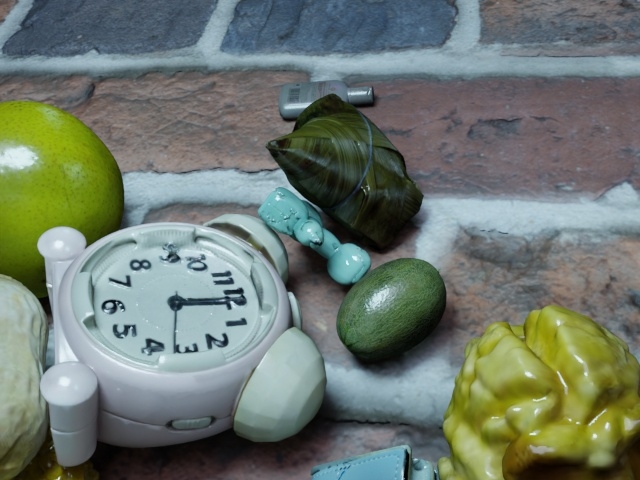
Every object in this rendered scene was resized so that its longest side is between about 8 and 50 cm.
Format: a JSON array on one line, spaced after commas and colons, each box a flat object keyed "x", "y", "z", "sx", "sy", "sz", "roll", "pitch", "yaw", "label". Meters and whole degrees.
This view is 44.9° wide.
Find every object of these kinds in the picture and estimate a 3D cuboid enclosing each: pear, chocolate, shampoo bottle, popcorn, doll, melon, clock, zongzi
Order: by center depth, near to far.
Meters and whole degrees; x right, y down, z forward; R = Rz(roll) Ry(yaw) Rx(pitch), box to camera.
[{"x": 0.235, "y": 0.191, "z": 0.803, "sx": 0.225, "sy": 0.265, "sz": 0.332, "roll": -4, "pitch": 31, "yaw": 15, "label": "popcorn"}, {"x": -0.388, "y": 0.156, "z": 0.924, "sx": 0.134, "sy": 0.134, "sz": 0.309, "roll": -22, "pitch": 42, "yaw": -7, "label": "chocolate"}, {"x": -0.176, "y": 0.111, "z": 0.978, "sx": 0.325, "sy": 0.184, "sz": 0.342, "roll": -7, "pitch": 50, "yaw": -15, "label": "clock"}, {"x": 0.097, "y": 0.087, "z": 1.008, "sx": 0.167, "sy": 0.114, "sz": 0.114, "roll": -36, "pitch": 52, "yaw": -17, "label": "melon"}, {"x": 0.000, "y": 0.000, "z": 1.073, "sx": 0.158, "sy": 0.159, "sz": 0.059, "roll": 42, "pitch": 93, "yaw": 25, "label": "doll"}, {"x": -0.012, "y": -0.148, "z": 1.122, "sx": 0.138, "sy": 0.300, "sz": 0.286, "roll": -49, "pitch": 47, "yaw": 19, "label": "zongzi"}, {"x": -0.430, "y": -0.057, "z": 1.137, "sx": 0.294, "sy": 0.294, "sz": 0.294, "roll": -6, "pitch": 49, "yaw": 7, "label": "pear"}, {"x": 0.011, "y": -0.250, "z": 1.358, "sx": 0.165, "sy": 0.040, "sz": 0.080, "roll": -2, "pitch": 49, "yaw": 9, "label": "shampoo bottle"}]

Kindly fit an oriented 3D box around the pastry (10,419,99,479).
[{"x": -0.369, "y": 0.283, "z": 0.942, "sx": 0.154, "sy": 0.102, "sz": 0.250, "roll": -30, "pitch": 47, "yaw": -28, "label": "pastry"}]

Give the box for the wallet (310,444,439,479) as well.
[{"x": 0.037, "y": 0.346, "z": 0.789, "sx": 0.176, "sy": 0.075, "sz": 0.250, "roll": -27, "pitch": 38, "yaw": 39, "label": "wallet"}]
